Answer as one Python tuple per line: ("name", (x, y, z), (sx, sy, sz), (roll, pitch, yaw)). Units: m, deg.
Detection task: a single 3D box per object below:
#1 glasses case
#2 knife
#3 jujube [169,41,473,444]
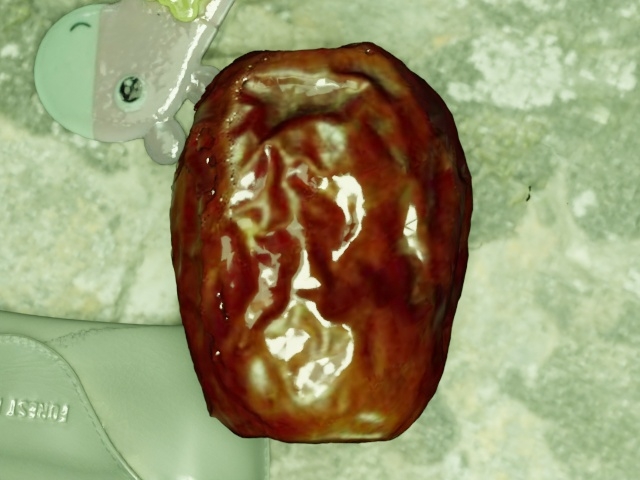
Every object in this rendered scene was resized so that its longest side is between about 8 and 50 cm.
("glasses case", (-0.183, 0.103, 1.073), (0.308, 0.083, 0.128), (6, 87, 12))
("knife", (-0.053, -0.237, 1.101), (0.132, 0.038, 0.398), (31, 91, 10))
("jujube", (0.000, 0.000, 1.003), (0.183, 0.183, 0.243), (-1, 83, 12))
